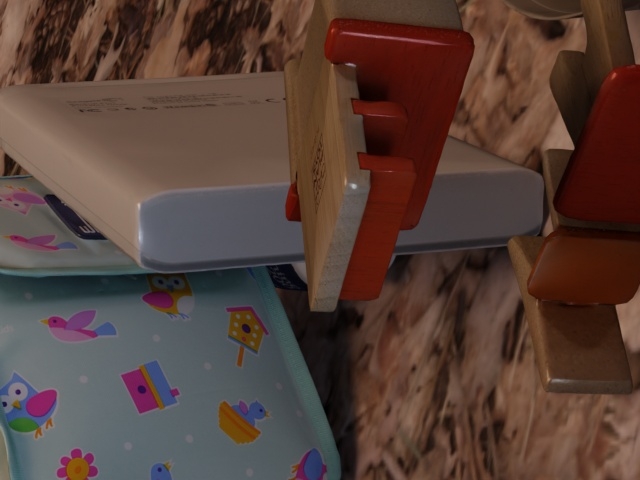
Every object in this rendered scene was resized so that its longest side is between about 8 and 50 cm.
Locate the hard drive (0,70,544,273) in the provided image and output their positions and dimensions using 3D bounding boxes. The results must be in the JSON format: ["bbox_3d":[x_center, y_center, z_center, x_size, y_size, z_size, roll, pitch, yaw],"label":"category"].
[{"bbox_3d":[-0.050,-0.051,1.170,0.353,0.233,0.047,-149,57,-64],"label":"hard drive"}]

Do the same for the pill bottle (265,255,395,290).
[{"bbox_3d":[0.000,0.000,1.222,0.120,0.067,0.067,1,75,64],"label":"pill bottle"}]

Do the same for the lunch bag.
[{"bbox_3d":[-0.138,0.069,1.190,0.160,0.223,0.262,-46,55,51],"label":"lunch bag"}]

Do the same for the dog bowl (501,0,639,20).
[{"bbox_3d":[0.176,-0.275,0.941,0.349,0.102,0.348,-174,90,-68],"label":"dog bowl"}]

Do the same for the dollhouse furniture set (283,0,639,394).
[{"bbox_3d":[0.120,-0.037,0.742,0.262,0.259,0.135,105,163,-46],"label":"dollhouse furniture set"}]
